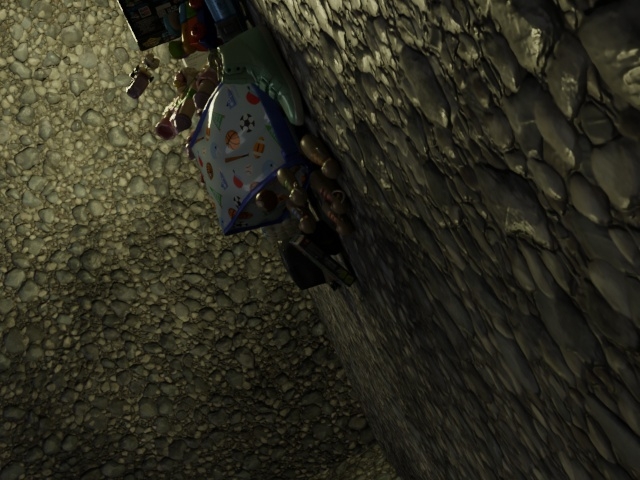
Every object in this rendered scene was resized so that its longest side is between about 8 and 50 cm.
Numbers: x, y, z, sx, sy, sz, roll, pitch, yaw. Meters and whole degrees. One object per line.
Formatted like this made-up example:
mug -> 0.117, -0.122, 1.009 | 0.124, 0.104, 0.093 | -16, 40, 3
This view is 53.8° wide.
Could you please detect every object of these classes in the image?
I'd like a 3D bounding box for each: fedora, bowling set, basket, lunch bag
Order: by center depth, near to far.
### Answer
bowling set -> -0.037, -0.086, 1.500 | 0.154, 0.200, 0.287 | 54, 171, 44
lunch bag -> -0.174, -0.245, 1.718 | 0.327, 0.239, 0.385 | 64, 151, 15
basket -> -0.151, -0.154, 2.040 | 0.254, 0.201, 0.288 | 78, 169, -75
fedora -> -0.066, 0.061, 2.358 | 0.334, 0.153, 0.333 | 155, 90, -83

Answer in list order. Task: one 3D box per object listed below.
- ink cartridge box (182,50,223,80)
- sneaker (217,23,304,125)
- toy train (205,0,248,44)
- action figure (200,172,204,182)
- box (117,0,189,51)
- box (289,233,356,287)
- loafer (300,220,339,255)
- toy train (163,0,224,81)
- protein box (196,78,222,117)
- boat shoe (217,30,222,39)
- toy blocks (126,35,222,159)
ink cartridge box -> -0.379, -0.598, 2.288 | 0.237, 0.172, 0.100 | 66, 173, -13
sneaker -> -0.144, -0.360, 1.472 | 0.255, 0.151, 0.094 | 63, 171, 4
toy train -> -0.246, -0.596, 1.617 | 0.105, 0.080, 0.184 | -91, -21, -59
action figure -> -0.321, -0.218, 1.980 | 0.280, 0.092, 0.139 | -82, 10, -53
box -> -0.512, -0.800, 2.069 | 0.293, 0.296, 0.073 | 62, 170, 16
box -> 0.006, 0.059, 1.900 | 0.207, 0.036, 0.114 | 40, 172, -15
loafer -> 0.000, 0.000, 1.949 | 0.078, 0.080, 0.220 | 66, 172, -20
toy train -> -0.339, -0.516, 1.670 | 0.105, 0.144, 0.247 | 22, -121, -63
protein box -> -0.298, -0.413, 2.183 | 0.200, 0.136, 0.201 | 9, -130, -63
boat shoe -> -0.310, -0.640, 1.917 | 0.302, 0.109, 0.094 | -128, 19, -66
toy blocks -> -0.416, -0.405, 1.891 | 0.309, 0.289, 0.260 | 36, -137, -27
